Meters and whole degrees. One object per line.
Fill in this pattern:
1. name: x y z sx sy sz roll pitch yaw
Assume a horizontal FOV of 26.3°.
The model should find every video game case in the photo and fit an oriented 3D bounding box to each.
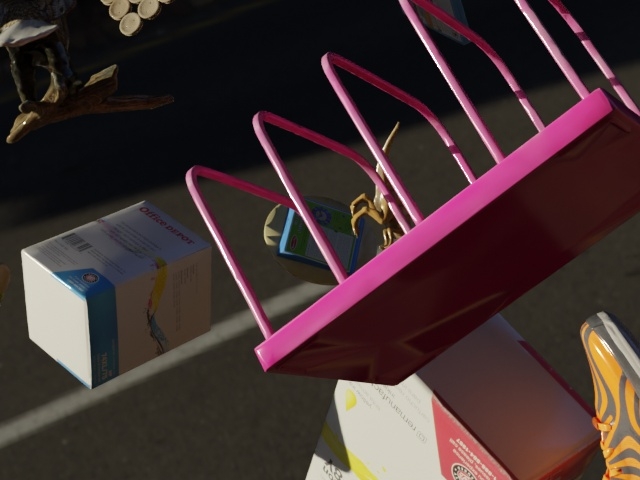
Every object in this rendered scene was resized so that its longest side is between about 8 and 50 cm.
1. video game case: 0.129 -0.318 1.706 0.015 0.119 0.166 -29 31 -12

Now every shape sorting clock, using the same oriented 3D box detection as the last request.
1. shape sorting clock: 0.000 0.000 2.441 0.206 0.040 0.206 11 48 -13

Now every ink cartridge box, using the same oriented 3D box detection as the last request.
1. ink cartridge box: -0.354 0.090 2.421 0.270 0.197 0.198 -25 42 -36
2. ink cartridge box: 0.149 0.271 1.684 0.160 0.385 0.279 -28 60 -32

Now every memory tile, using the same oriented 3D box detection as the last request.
1. memory tile: -0.257 -0.382 2.056 0.148 0.012 0.113 -39 59 5

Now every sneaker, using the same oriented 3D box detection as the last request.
1. sneaker: 0.304 0.244 1.412 0.180 0.321 0.124 -27 -5 13

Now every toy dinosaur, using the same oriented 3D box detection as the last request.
1. toy dinosaur: 0.097 -0.057 2.012 0.112 0.212 0.064 -17 4 10

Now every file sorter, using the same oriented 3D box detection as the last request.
1. file sorter: 0.079 -0.052 0.992 0.290 0.182 0.202 -38 -25 19

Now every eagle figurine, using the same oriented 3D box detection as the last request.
1. eagle figurine: -0.320 -0.264 1.553 0.226 0.298 0.225 2 -23 -37

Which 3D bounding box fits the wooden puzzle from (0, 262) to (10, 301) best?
1. wooden puzzle: -0.462 0.155 1.753 0.044 0.221 0.239 23 12 -2
